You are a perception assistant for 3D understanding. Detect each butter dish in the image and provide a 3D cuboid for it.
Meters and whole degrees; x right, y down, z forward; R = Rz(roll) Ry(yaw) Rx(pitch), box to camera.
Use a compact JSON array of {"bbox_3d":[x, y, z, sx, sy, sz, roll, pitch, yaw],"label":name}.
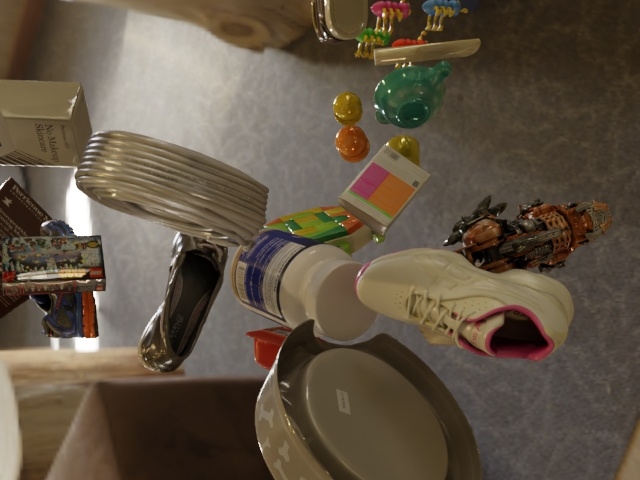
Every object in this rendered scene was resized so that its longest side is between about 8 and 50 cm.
[{"bbox_3d":[-0.080,0.265,2.119,0.159,0.160,0.118,13,96,28],"label":"butter dish"}]

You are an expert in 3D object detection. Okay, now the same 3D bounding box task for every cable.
[{"bbox_3d":[-0.192,-0.069,1.234,0.257,0.257,0.089,149,138,-80],"label":"cable"}]

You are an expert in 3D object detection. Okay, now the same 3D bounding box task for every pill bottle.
[{"bbox_3d":[-0.027,0.073,1.529,0.264,0.153,0.153,17,102,55],"label":"pill bottle"}]

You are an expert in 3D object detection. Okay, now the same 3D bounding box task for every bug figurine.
[{"bbox_3d":[0.198,-0.492,2.151,0.279,0.216,0.072,137,131,-66],"label":"bug figurine"}]

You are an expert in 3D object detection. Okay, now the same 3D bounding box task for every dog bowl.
[{"bbox_3d":[0.061,0.273,1.318,0.102,0.348,0.349,-51,48,30],"label":"dog bowl"}]

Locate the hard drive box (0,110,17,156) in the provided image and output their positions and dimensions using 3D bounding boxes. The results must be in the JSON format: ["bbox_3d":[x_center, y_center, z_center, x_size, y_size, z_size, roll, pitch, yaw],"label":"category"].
[{"bbox_3d":[-0.531,-0.152,1.166,0.089,0.232,0.181,5,120,61],"label":"hard drive box"}]

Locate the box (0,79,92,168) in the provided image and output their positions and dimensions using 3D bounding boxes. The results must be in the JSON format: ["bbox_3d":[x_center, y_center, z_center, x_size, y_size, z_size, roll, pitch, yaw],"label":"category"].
[{"bbox_3d":[-0.512,-0.186,1.478,0.113,0.275,0.094,90,-178,-49],"label":"box"}]

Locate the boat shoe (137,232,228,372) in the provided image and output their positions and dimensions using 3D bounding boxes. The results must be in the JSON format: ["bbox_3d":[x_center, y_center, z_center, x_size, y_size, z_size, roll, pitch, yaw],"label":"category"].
[{"bbox_3d":[-0.224,0.081,1.670,0.095,0.112,0.335,-21,44,49],"label":"boat shoe"}]

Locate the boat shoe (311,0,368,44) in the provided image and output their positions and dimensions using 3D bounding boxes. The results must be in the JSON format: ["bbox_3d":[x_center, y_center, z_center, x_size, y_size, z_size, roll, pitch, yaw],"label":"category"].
[{"bbox_3d":[0.039,-0.546,1.818,0.096,0.116,0.325,0,87,62],"label":"boat shoe"}]

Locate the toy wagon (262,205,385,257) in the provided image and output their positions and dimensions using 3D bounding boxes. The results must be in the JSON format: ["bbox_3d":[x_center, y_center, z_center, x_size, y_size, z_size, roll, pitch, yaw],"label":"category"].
[{"bbox_3d":[0.000,0.000,1.984,0.344,0.267,0.068,-138,34,-71],"label":"toy wagon"}]

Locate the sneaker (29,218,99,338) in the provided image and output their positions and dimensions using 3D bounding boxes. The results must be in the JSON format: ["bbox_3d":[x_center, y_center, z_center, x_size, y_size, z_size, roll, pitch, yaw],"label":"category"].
[{"bbox_3d":[-0.392,0.055,1.388,0.083,0.087,0.221,102,150,-46],"label":"sneaker"}]

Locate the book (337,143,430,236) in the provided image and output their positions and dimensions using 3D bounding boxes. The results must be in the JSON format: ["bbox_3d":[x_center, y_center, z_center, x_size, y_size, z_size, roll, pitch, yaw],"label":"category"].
[{"bbox_3d":[0.106,-0.087,1.550,0.096,0.144,0.035,36,149,9],"label":"book"}]

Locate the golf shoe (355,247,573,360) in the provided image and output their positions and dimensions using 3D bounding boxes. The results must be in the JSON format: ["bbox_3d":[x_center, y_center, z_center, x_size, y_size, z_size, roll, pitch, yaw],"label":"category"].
[{"bbox_3d":[0.190,0.090,1.278,0.306,0.140,0.115,8,116,13],"label":"golf shoe"}]

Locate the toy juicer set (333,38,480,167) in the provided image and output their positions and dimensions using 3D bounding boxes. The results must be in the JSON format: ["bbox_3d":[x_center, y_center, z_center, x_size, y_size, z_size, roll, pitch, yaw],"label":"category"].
[{"bbox_3d":[0.131,-0.267,1.709,0.090,0.209,0.329,-97,21,-44],"label":"toy juicer set"}]

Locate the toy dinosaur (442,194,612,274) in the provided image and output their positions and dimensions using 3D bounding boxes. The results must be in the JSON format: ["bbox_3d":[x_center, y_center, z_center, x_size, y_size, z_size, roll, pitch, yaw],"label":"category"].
[{"bbox_3d":[0.263,0.007,1.400,0.218,0.321,0.165,11,-100,-86],"label":"toy dinosaur"}]

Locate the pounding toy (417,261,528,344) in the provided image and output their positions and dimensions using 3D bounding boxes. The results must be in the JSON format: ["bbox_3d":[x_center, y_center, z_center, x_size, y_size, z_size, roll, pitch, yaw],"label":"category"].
[{"bbox_3d":[0.282,0.080,1.636,0.094,0.206,0.181,52,151,-17],"label":"pounding toy"}]

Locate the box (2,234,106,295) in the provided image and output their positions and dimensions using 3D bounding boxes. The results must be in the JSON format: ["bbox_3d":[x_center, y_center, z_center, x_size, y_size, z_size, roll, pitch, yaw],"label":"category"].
[{"bbox_3d":[-0.370,0.033,1.296,0.094,0.137,0.027,-111,26,-44],"label":"box"}]

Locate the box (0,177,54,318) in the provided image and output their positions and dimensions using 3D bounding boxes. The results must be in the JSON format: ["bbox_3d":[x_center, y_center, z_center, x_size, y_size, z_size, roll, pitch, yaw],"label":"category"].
[{"bbox_3d":[-0.598,0.026,1.712,0.167,0.168,0.203,-34,22,18],"label":"box"}]
